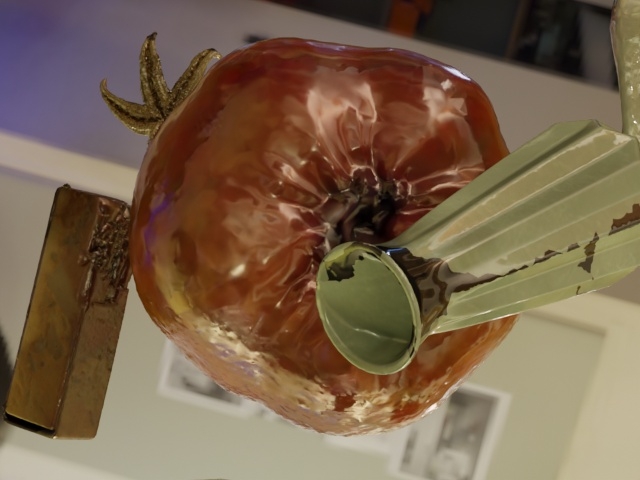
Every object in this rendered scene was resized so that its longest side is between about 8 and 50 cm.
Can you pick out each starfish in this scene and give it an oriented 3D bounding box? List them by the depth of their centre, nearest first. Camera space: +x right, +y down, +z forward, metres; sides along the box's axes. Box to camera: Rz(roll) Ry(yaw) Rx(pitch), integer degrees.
[{"bbox_3d":[-0.210,-0.165,2.155,0.057,0.213,0.238,15,78,-61],"label":"starfish"}]

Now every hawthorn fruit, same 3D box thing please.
[{"bbox_3d":[0.000,0.000,1.789,0.472,0.472,0.471,15,90,-85],"label":"hawthorn fruit"}]

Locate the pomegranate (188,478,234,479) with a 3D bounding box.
[{"bbox_3d":[-0.055,0.346,1.221,0.310,0.216,0.358,36,38,-48],"label":"pomegranate"}]

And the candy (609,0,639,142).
[{"bbox_3d":[0.498,-0.203,1.732,0.145,0.359,0.208,-64,153,-53],"label":"candy"}]

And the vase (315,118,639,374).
[{"bbox_3d":[0.159,0.006,1.421,0.360,0.165,0.165,-24,137,-42],"label":"vase"}]

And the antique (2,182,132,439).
[{"bbox_3d":[-0.308,0.089,2.012,0.087,0.093,0.309,14,89,-58],"label":"antique"}]
